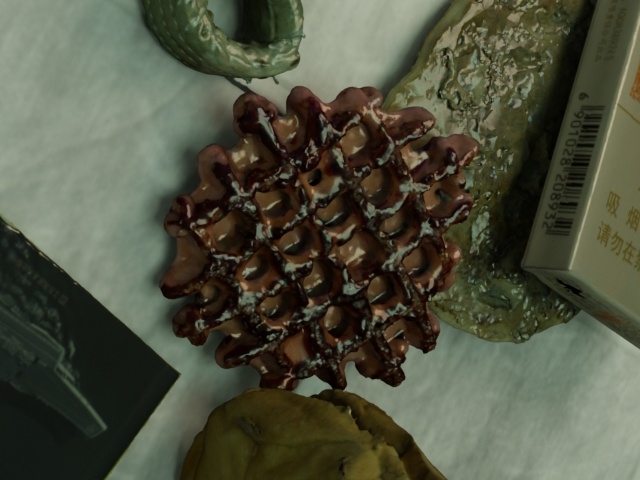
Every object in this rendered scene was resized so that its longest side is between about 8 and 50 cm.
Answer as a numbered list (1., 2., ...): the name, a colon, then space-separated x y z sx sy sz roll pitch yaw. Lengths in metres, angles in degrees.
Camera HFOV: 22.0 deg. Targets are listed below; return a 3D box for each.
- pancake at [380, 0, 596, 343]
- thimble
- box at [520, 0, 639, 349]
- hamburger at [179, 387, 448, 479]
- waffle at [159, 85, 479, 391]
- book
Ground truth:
1. pancake: 0.148 -0.062 1.248 0.282 0.049 0.282 -9 105 -36
2. thimble: -0.061 -0.148 1.060 0.084 0.062 0.110 -51 125 -16
3. box: 0.273 -0.110 1.283 0.205 0.051 0.365 31 71 -44
4. hamburger: 0.014 0.234 1.063 0.145 0.283 0.259 6 112 -30
5. waffle: 0.000 0.000 1.129 0.234 0.055 0.221 8 103 -31
6. book: -0.274 0.156 0.991 0.374 0.028 0.262 -55 128 -15
